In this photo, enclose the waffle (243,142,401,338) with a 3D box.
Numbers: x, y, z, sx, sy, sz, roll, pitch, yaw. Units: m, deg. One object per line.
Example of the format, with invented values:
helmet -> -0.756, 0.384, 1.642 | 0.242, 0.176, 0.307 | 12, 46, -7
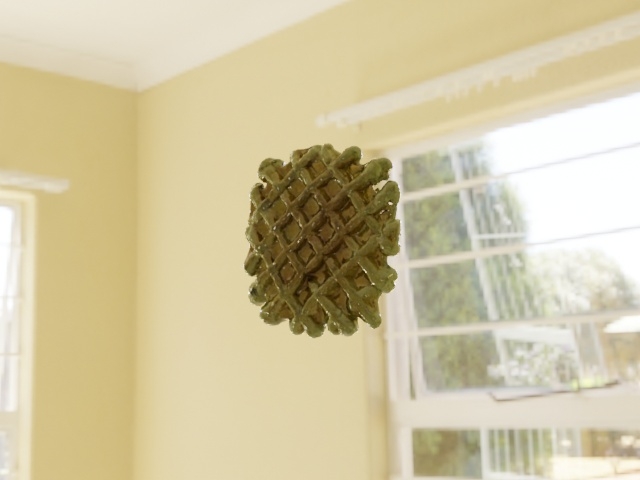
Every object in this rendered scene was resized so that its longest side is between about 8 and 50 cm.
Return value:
waffle -> 0.000, 0.000, 0.983 | 0.169, 0.183, 0.036 | 0, -2, 32
